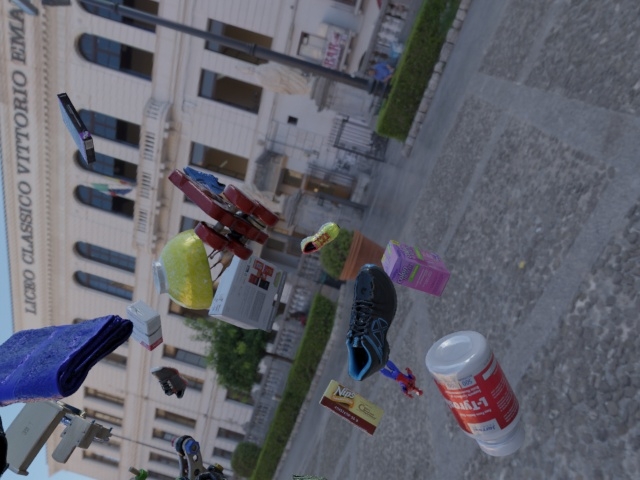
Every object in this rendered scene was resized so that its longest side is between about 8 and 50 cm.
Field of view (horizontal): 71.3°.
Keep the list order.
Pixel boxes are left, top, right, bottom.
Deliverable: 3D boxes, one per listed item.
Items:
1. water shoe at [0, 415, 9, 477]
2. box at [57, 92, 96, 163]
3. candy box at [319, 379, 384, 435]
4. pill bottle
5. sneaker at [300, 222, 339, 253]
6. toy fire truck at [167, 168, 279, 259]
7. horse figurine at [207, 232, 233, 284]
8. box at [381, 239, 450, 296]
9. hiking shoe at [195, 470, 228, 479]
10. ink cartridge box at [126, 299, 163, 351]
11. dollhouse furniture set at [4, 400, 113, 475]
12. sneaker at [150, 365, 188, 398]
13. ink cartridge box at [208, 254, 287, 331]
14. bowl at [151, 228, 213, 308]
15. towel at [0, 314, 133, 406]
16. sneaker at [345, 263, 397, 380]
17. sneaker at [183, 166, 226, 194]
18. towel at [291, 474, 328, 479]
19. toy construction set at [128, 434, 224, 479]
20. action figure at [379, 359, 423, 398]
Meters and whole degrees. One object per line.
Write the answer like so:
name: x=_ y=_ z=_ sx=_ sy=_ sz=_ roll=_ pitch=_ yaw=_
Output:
water shoe: x=-0.764 y=0.459 z=1.042 sx=0.080 sy=0.203 sz=0.073 roll=-39 pitch=-27 yaw=16
box: x=-0.677 y=-0.311 z=1.240 sx=0.029 sy=0.162 sz=0.116 roll=-29 pitch=-9 yaw=-30
candy box: x=0.099 y=0.539 z=1.462 sx=0.087 sy=0.183 sz=0.316 roll=-58 pitch=-11 yaw=-15
pill bottle: x=0.559 y=0.545 z=1.581 sx=0.229 sy=0.408 sz=0.229 roll=-29 pitch=12 yaw=7
sneaker: x=0.000 y=0.000 z=1.985 sx=0.208 sy=0.081 sz=0.094 roll=-36 pitch=15 yaw=18
toy fire truck: x=-0.286 y=-0.090 z=1.329 sx=0.169 sy=0.254 sz=0.302 roll=-51 pitch=-28 yaw=3
horse figurine: x=-0.385 y=0.052 z=1.744 sx=0.174 sy=0.066 sz=0.263 roll=-51 pitch=-18 yaw=-38
box: x=0.410 y=0.117 z=1.949 sx=0.213 sy=0.243 sz=0.117 roll=-89 pitch=16 yaw=-69
hiking shoe: x=-0.164 y=0.409 z=0.702 sx=0.227 sy=0.086 sz=0.114 roll=-178 pitch=88 yaw=-73
ink cartridge box: x=-0.616 y=0.298 z=1.565 sx=0.063 sy=0.109 sz=0.150 roll=-38 pitch=-32 yaw=-46
dollhouse furniture set: x=-0.811 y=0.658 z=1.430 sx=0.303 sy=0.286 sz=0.198 roll=75 pitch=-143 yaw=-56
sneaker: x=-0.444 y=0.423 z=1.320 sx=0.158 sy=0.061 sz=0.065 roll=58 pitch=-159 yaw=-46
ink cartridge box: x=-0.325 y=0.241 z=2.054 sx=0.130 sy=0.272 sz=0.309 roll=-12 pitch=55 yaw=49
bowl: x=-0.494 y=0.114 z=1.552 sx=0.289 sy=0.156 sz=0.289 roll=33 pitch=129 yaw=53
towel: x=-0.570 y=0.240 z=0.906 sx=0.227 sy=0.308 sz=0.076 roll=-64 pitch=-42 yaw=-66
sneaker: x=0.141 y=0.240 z=1.284 sx=0.139 sy=0.125 sz=0.341 roll=-18 pitch=-71 yaw=-56
sneaker: x=-0.512 y=-0.278 z=1.980 sx=0.082 sy=0.209 sz=0.069 roll=-39 pitch=43 yaw=15
towel: x=-0.018 y=0.720 z=1.309 sx=0.148 sy=0.110 sz=0.027 roll=67 pitch=-154 yaw=-47
toy construction set: x=-0.429 y=0.766 z=1.342 sx=0.309 sy=0.237 sz=0.257 roll=-25 pitch=30 yaw=21
action figure: x=0.282 y=0.504 z=1.697 sx=0.091 sy=0.280 sz=0.139 roll=-53 pitch=-2 yaw=-13
